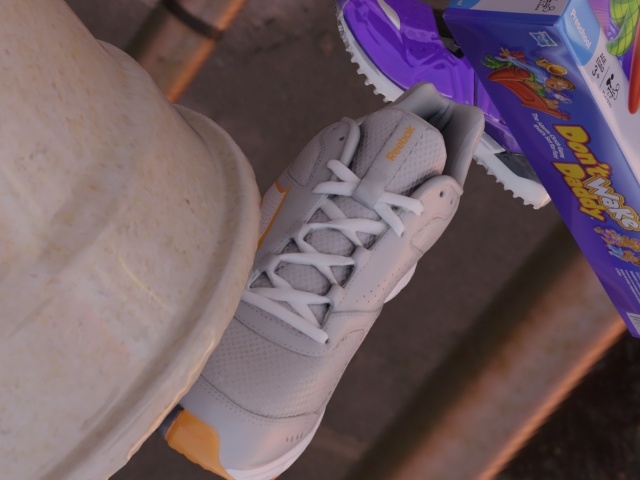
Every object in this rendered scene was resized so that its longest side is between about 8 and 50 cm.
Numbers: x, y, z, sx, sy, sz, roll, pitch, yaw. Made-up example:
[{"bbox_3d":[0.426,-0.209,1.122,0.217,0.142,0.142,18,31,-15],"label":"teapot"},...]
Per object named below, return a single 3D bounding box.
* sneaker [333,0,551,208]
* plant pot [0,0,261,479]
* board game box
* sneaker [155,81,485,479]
[{"bbox_3d":[0.146,-0.157,1.310,0.293,0.102,0.146,34,125,-30],"label":"sneaker"},{"bbox_3d":[-0.237,-0.063,0.562,0.334,0.334,0.305,-28,121,1],"label":"plant pot"},{"bbox_3d":[0.224,-0.116,0.994,0.347,0.078,0.233,51,60,-44],"label":"board game box"},{"bbox_3d":[0.000,0.000,0.688,0.099,0.262,0.121,36,123,-1],"label":"sneaker"}]
